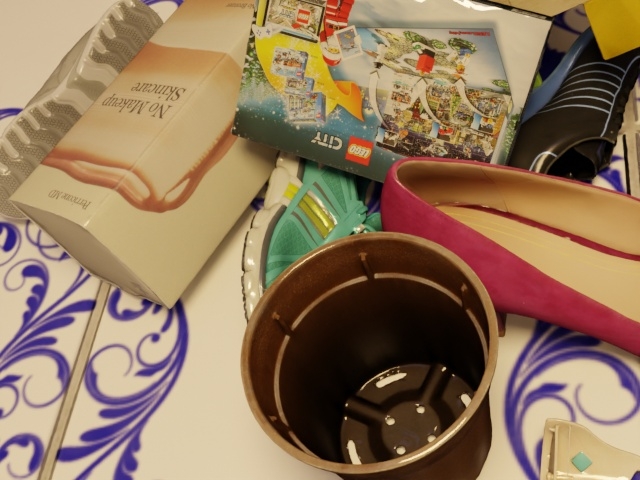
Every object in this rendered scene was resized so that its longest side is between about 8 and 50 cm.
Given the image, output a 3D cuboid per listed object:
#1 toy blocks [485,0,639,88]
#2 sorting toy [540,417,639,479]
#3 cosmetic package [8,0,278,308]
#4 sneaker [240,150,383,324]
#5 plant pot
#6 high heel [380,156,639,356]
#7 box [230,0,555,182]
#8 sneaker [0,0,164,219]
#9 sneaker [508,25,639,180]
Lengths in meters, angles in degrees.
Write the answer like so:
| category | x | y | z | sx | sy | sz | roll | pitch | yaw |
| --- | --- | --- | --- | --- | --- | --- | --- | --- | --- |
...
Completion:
| category | x | y | z | sx | sy | sz | roll | pitch | yaw |
| --- | --- | --- | --- | --- | --- | --- | --- | --- | --- |
| toy blocks | 0.180 | -0.259 | 0.745 | 0.382 | 0.190 | 0.261 | -19 | 16 | 27 |
| sorting toy | 0.191 | 0.173 | 0.563 | 0.075 | 0.045 | 0.083 | 5 | 58 | 14 |
| cosmetic package | -0.133 | -0.100 | 0.788 | 0.153 | 0.129 | 0.296 | 14 | 62 | 42 |
| sneaker | 0.000 | 0.000 | 0.712 | 0.110 | 0.107 | 0.275 | 7 | 59 | 13 |
| plant pot | 0.051 | 0.108 | 0.576 | 0.167 | 0.165 | 0.167 | -10 | 54 | 14 |
| high heel | 0.232 | 0.009 | 0.569 | 0.377 | 0.181 | 0.127 | -4 | 56 | 17 |
| box | 0.052 | -0.132 | 0.668 | 0.233 | 0.159 | 0.044 | 19 | 25 | 12 |
| sneaker | -0.274 | -0.140 | 0.923 | 0.281 | 0.105 | 0.115 | -56 | 24 | -16 |
| sneaker | 0.238 | -0.114 | 0.723 | 0.232 | 0.081 | 0.090 | -44 | 62 | -8 |
